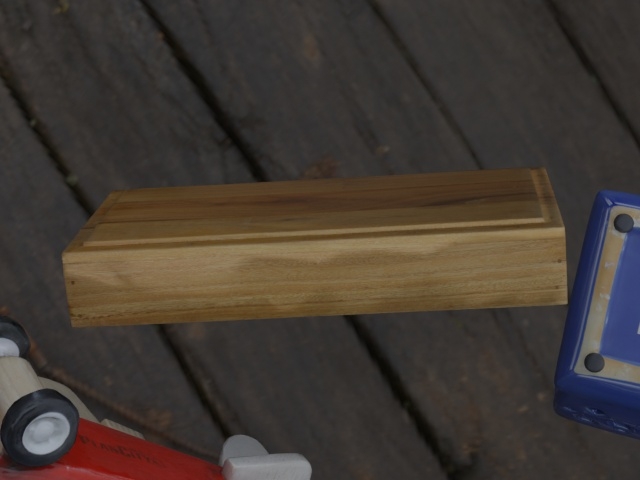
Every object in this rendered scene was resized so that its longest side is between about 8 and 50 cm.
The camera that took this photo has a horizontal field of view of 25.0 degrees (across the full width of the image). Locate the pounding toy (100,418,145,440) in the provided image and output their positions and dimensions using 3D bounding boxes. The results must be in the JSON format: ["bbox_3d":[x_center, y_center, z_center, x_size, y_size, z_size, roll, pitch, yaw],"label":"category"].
[{"bbox_3d":[-0.290,0.373,1.875,0.094,0.206,0.181,35,16,-53],"label":"pounding toy"}]

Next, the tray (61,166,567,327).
[{"bbox_3d":[0.000,0.000,1.269,0.410,0.203,0.076,-2,107,5],"label":"tray"}]

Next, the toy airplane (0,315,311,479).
[{"bbox_3d":[-0.182,0.255,1.213,0.384,0.386,0.272,33,98,6],"label":"toy airplane"}]

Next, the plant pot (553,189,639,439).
[{"bbox_3d":[0.356,0.081,1.424,0.236,0.212,0.236,13,82,17],"label":"plant pot"}]
